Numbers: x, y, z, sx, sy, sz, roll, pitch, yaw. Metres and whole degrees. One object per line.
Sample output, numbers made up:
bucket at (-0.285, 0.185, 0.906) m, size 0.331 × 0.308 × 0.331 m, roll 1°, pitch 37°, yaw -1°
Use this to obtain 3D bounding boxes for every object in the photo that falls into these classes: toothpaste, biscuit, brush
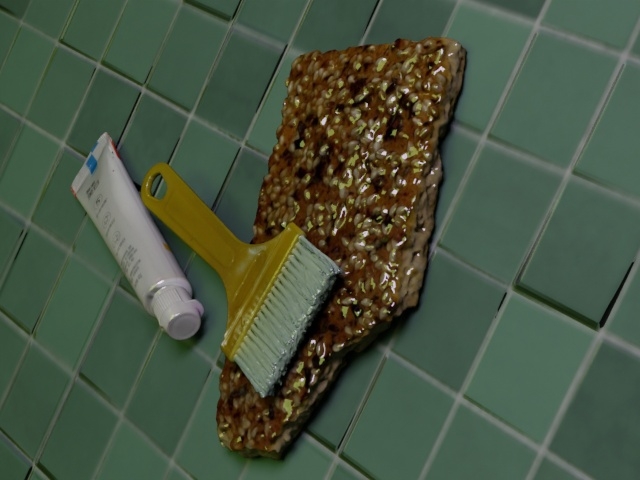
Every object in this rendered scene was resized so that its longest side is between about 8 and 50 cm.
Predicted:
toothpaste at (-0.117, -0.001, 1.067) m, size 0.048 × 0.031 × 0.190 m, roll -57°, pitch 39°, yaw 18°
biscuit at (0.006, 0.004, 0.930) m, size 0.131 × 0.026 × 0.237 m, roll -1°, pitch 73°, yaw 49°
brush at (-0.058, 0.005, 0.975) m, size 0.205 × 0.011 × 0.083 m, roll 42°, pitch 108°, yaw 50°
